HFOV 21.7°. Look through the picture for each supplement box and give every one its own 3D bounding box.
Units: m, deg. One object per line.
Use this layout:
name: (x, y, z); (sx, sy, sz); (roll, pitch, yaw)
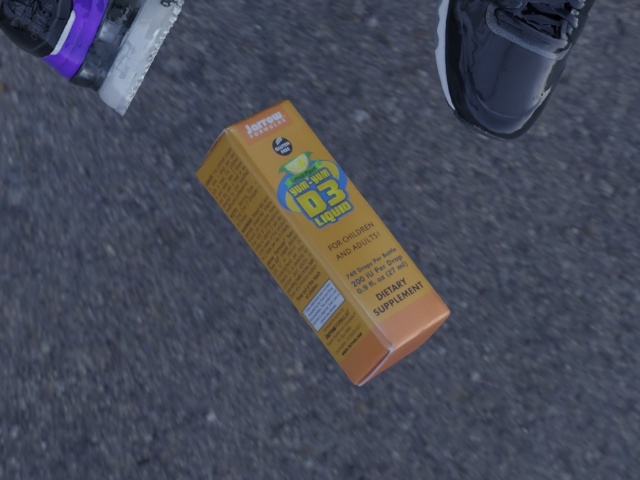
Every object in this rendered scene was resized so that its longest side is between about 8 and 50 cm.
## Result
supplement box: (0.000, 0.000, 1.383); (0.078, 0.080, 0.233); (-31, 76, -34)

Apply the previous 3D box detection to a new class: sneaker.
sneaker: (-0.170, -0.200, 1.196); (0.146, 0.293, 0.102); (25, 111, -11)
sneaker: (0.168, -0.213, 1.216); (0.107, 0.124, 0.283); (19, 84, -14)
